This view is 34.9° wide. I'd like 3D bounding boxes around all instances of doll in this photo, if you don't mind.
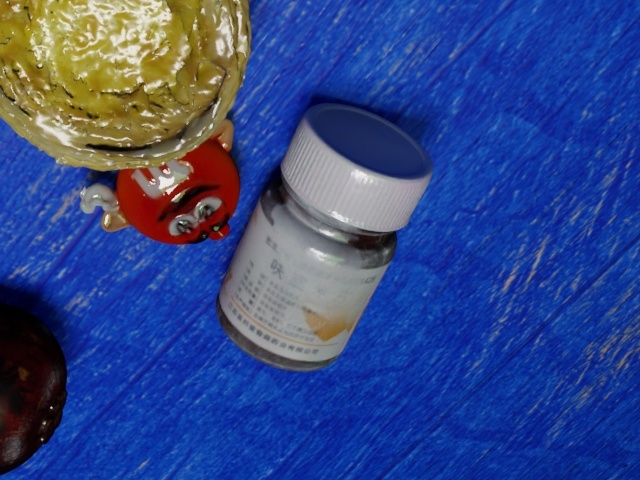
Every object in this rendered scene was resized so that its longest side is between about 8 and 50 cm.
[{"bbox_3d":[-0.168,-0.069,1.075,0.183,0.085,0.217,-26,121,2],"label":"doll"}]

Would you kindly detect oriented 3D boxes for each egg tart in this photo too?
[{"bbox_3d":[-0.205,-0.203,0.940,0.291,0.107,0.290,-4,117,-8],"label":"egg tart"}]

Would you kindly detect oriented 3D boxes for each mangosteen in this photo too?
[{"bbox_3d":[-0.382,0.161,1.125,0.210,0.210,0.209,-9,129,-11],"label":"mangosteen"}]

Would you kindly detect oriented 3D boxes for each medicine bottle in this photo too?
[{"bbox_3d":[0.000,0.000,1.126,0.165,0.165,0.273,11,125,-24],"label":"medicine bottle"}]
